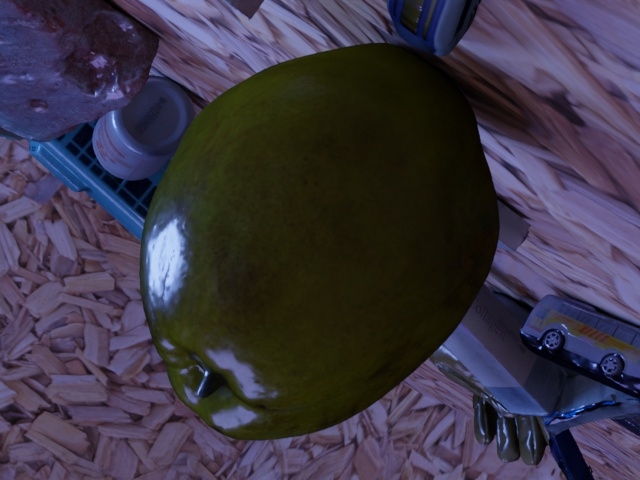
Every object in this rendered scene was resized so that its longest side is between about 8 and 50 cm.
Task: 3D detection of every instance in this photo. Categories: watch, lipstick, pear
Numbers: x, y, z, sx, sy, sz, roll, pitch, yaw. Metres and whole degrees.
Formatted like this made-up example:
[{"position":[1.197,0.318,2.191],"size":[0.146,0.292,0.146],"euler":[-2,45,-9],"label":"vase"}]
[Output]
[{"position":[0.429,0.257,2.114],"size":[0.276,0.068,0.274],"euler":[-11,134,22],"label":"watch"},{"position":[0.176,0.094,2.012],"size":[0.068,0.066,0.317],"euler":[-3,139,49],"label":"lipstick"},{"position":[0.000,0.000,1.284],"size":[0.269,0.321,0.269],"euler":[29,155,15],"label":"pear"}]

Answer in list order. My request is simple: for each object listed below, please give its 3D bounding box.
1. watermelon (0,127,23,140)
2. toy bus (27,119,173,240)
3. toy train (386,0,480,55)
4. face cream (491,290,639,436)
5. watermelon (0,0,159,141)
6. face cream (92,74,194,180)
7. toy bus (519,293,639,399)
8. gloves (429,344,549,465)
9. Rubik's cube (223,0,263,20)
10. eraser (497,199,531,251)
[{"position":[-0.445,-0.232,2.405],"size":[0.193,0.139,0.257],"euler":[25,169,-31],"label":"watermelon"},{"position":[-0.276,-0.116,2.257],"size":[0.256,0.147,0.128],"euler":[42,168,-20],"label":"toy bus"},{"position":[0.069,-0.147,1.065],"size":[0.055,0.048,0.252],"euler":[32,173,4],"label":"toy train"},{"position":[0.314,0.163,2.164],"size":[0.291,0.071,0.144],"euler":[32,167,-5],"label":"face cream"},{"position":[-0.285,-0.232,1.755],"size":[0.226,0.148,0.318],"euler":[11,155,11],"label":"watermelon"},{"position":[-0.229,-0.126,2.075],"size":[0.101,0.101,0.252],"euler":[31,163,-10],"label":"face cream"},{"position":[0.306,0.115,1.857],"size":[0.172,0.072,0.057],"euler":[23,171,37],"label":"toy bus"},{"position":[0.218,0.170,2.355],"size":[0.331,0.141,0.154],"euler":[39,149,10],"label":"gloves"},{"position":[-0.064,-0.197,1.136],"size":[0.073,0.075,0.084],"euler":[34,171,-31],"label":"Rubik's cube"},{"position":[0.077,-0.069,1.629],"size":[0.230,0.038,0.157],"euler":[35,171,-29],"label":"eraser"}]
